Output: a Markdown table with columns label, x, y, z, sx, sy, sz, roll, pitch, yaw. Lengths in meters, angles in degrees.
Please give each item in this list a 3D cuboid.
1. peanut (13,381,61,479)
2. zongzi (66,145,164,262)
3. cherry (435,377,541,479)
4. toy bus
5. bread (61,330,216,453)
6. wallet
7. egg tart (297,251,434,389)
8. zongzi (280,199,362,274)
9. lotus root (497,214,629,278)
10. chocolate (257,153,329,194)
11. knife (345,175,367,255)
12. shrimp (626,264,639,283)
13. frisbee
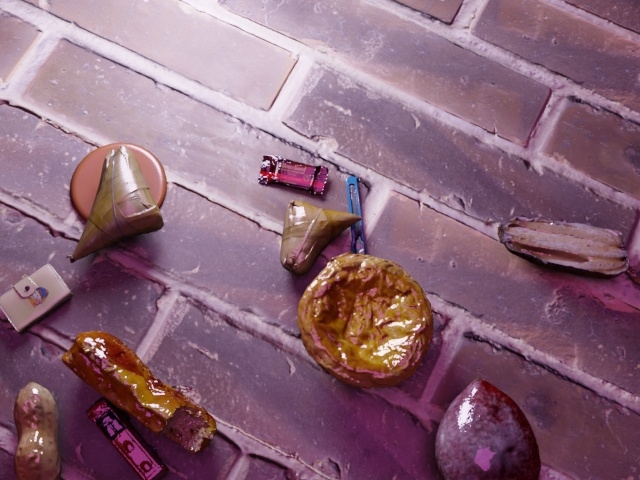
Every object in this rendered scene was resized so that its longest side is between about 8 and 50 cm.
| label | x | y | z | sx | sy | sz | roll | pitch | yaw |
| --- | --- | --- | --- | --- | --- | --- | --- | --- | --- |
| peanut | -0.639 | 0.450 | 1.633 | 0.101 | 0.117 | 0.263 | 1 | 68 | -25 |
| zongzi | -0.542 | -0.088 | 1.801 | 0.256 | 0.115 | 0.228 | -27 | 72 | -1 |
| cherry | 0.372 | 0.461 | 1.624 | 0.230 | 0.203 | 0.301 | -1 | 71 | 1 |
| toy bus | -0.442 | 0.454 | 1.647 | 0.073 | 0.096 | 0.235 | -41 | 79 | -16 |
| bread | -0.402 | 0.344 | 1.639 | 0.380 | 0.185 | 0.109 | 36 | 81 | 8 |
| wallet | -0.699 | 0.141 | 1.767 | 0.155 | 0.039 | 0.110 | -38 | 81 | -13 |
| egg tart | 0.109 | 0.198 | 1.738 | 0.341 | 0.129 | 0.341 | 1 | 70 | -2 |
| zongzi | 0.000 | 0.000 | 1.817 | 0.197 | 0.099 | 0.195 | 10 | 71 | -4 |
| lotus root | 0.610 | 0.028 | 1.848 | 0.329 | 0.078 | 0.167 | 12 | 49 | 3 |
| chocolate | -0.071 | -0.173 | 1.904 | 0.182 | 0.028 | 0.086 | 11 | 79 | 2 |
| knife | 0.091 | -0.030 | 1.865 | 0.044 | 0.026 | 0.297 | -9 | 73 | 7 |
| shrimp | 0.838 | 0.025 | 1.878 | 0.147 | 0.035 | 0.195 | -8 | 74 | -3 |
| frisbee | -0.525 | -0.143 | 1.878 | 0.250 | 0.021 | 0.251 | 1 | 72 | -4 |
